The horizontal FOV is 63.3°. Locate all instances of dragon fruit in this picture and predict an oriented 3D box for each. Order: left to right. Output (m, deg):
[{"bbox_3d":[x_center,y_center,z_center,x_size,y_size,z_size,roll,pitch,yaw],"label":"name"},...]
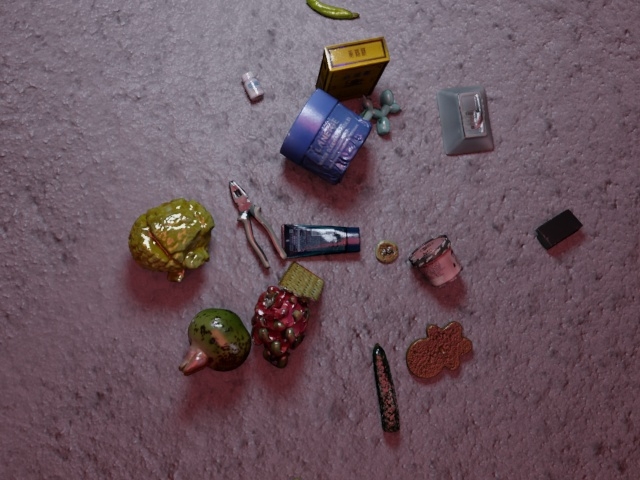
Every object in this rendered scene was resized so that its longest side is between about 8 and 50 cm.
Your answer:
[{"bbox_3d":[-0.139,0.282,1.664,0.198,0.218,0.272,18,89,-43],"label":"dragon fruit"}]

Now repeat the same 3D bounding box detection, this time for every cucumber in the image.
[{"bbox_3d":[0.218,0.493,1.754,0.068,0.067,0.293,-8,86,-6],"label":"cucumber"}]

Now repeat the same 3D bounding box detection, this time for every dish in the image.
[{"bbox_3d":[0.522,-0.436,1.838,0.182,0.080,0.243,-8,88,-6],"label":"dish"}]

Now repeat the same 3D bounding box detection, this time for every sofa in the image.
[{"bbox_3d":[0.846,-0.039,1.856,0.147,0.060,0.085,-32,72,-7],"label":"sofa"}]

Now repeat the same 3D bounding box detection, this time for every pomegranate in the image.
[{"bbox_3d":[-0.339,0.333,1.628,0.214,0.214,0.248,48,51,0],"label":"pomegranate"}]

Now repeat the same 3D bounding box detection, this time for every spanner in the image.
[{"bbox_3d":[-0.227,-0.060,1.762,0.096,0.040,0.324,-28,86,-7],"label":"spanner"}]

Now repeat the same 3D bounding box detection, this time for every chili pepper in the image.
[{"bbox_3d":[0.034,-0.818,1.844,0.208,0.043,0.048,22,59,-8],"label":"chili pepper"}]

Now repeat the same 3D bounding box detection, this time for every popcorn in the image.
[{"bbox_3d":[-0.469,-0.007,1.652,0.258,0.224,0.270,15,79,-11],"label":"popcorn"}]

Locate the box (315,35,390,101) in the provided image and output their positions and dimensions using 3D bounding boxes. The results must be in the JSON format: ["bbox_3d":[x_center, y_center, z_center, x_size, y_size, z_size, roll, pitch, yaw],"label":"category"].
[{"bbox_3d":[0.095,-0.545,1.694,0.193,0.301,0.083,-14,87,-7],"label":"box"}]

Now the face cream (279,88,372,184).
[{"bbox_3d":[0.022,-0.334,1.701,0.225,0.249,0.249,30,84,-4],"label":"face cream"}]

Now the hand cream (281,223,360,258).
[{"bbox_3d":[0.000,0.000,1.776,0.271,0.061,0.120,-1,85,0],"label":"hand cream"}]

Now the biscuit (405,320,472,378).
[{"bbox_3d":[0.403,0.378,1.790,0.236,0.039,0.179,-29,91,-6],"label":"biscuit"}]

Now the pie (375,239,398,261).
[{"bbox_3d":[0.231,0.037,1.807,0.084,0.021,0.084,0,86,-4],"label":"pie"}]

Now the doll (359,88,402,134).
[{"bbox_3d":[0.211,-0.454,1.816,0.160,0.059,0.158,13,84,-21],"label":"doll"}]

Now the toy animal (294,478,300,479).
[{"bbox_3d":[-0.060,0.848,1.696,0.082,0.091,0.114,21,83,-17],"label":"toy animal"}]

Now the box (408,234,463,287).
[{"bbox_3d":[0.398,0.075,1.760,0.151,0.151,0.135,-38,98,-6],"label":"box"}]

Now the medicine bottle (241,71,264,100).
[{"bbox_3d":[-0.234,-0.531,1.790,0.052,0.052,0.089,-27,89,-6],"label":"medicine bottle"}]

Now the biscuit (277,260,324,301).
[{"bbox_3d":[-0.056,0.139,1.695,0.144,0.203,0.016,33,111,-3],"label":"biscuit"}]
